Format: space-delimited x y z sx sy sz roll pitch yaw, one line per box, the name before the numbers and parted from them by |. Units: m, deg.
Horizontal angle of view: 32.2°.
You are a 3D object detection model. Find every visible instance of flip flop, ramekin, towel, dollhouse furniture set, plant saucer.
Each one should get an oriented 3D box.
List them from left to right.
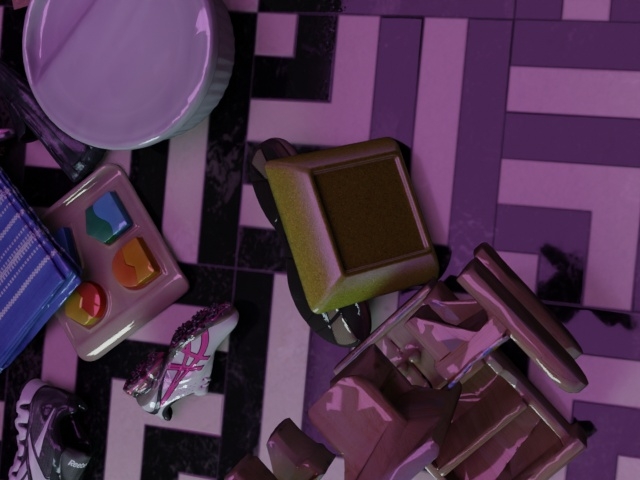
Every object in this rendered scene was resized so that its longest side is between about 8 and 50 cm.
towel | -0.481 -0.006 1.534 0.336 0.040 0.243 52 121 13
ramekin | -0.234 -0.249 1.422 0.273 0.127 0.272 1 92 19
flip flop | 0.000 0.000 1.361 0.112 0.080 0.277 -22 92 48
plant saucer | 0.050 -0.027 1.300 0.045 0.188 0.188 -29 78 59
dollhouse furniture set | 0.122 0.211 1.136 0.362 0.394 0.256 -44 87 14

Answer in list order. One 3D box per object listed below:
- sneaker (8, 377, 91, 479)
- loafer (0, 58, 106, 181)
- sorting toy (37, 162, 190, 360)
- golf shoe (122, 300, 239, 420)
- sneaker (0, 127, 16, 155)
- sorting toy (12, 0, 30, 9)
sneaker | -0.360 0.307 1.490 0.106 0.078 0.234 4 89 22
loafer | -0.389 -0.168 1.504 0.223 0.076 0.078 40 94 11
sorting toy | -0.300 0.030 1.492 0.193 0.038 0.208 -36 79 15
golf shoe | -0.165 0.155 1.438 0.186 0.067 0.086 -42 104 14
sneaker | -0.464 -0.115 1.551 0.119 0.047 0.057 -29 86 25
sorting toy | -0.410 -0.369 1.547 0.062 0.012 0.083 -11 89 24
